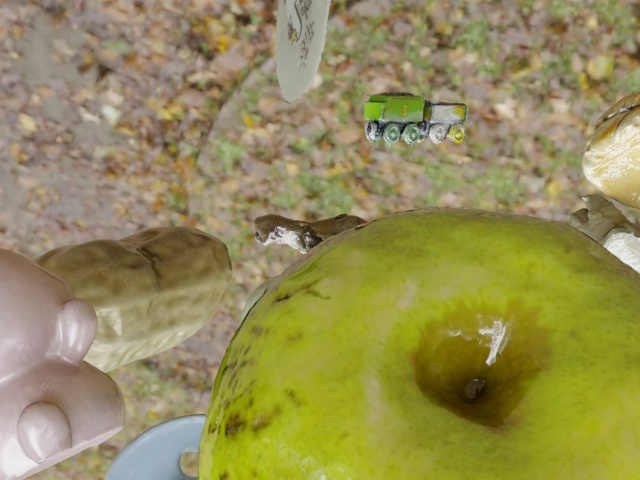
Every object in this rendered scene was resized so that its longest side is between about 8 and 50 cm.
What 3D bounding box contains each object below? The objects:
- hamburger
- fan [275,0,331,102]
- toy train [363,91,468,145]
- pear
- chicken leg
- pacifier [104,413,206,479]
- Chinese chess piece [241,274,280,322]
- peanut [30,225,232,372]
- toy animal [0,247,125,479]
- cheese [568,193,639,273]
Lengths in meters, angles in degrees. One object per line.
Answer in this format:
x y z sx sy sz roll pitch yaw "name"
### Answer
0.525 -0.139 1.843 0.214 0.108 0.213 20 147 14 "hamburger"
-0.045 -0.350 1.566 0.012 0.414 0.233 5 130 -19 "fan"
0.149 -0.188 1.785 0.202 0.081 0.060 -5 -169 -41 "toy train"
0.101 0.176 0.794 0.391 0.391 0.391 12 152 6 "pear"
0.001 -0.001 1.579 0.198 0.069 0.084 14 109 16 "chicken leg"
-0.118 0.329 1.176 0.244 0.299 0.233 17 170 -8 "pacifier"
-0.025 0.069 0.975 0.084 0.084 0.034 31 -173 -27 "Chinese chess piece"
-0.221 0.062 1.283 0.313 0.152 0.152 -14 178 -45 "peanut"
-0.205 0.045 0.730 0.124 0.124 0.212 -25 90 51 "toy animal"
0.481 0.003 1.895 0.091 0.202 0.175 -45 120 9 "cheese"
